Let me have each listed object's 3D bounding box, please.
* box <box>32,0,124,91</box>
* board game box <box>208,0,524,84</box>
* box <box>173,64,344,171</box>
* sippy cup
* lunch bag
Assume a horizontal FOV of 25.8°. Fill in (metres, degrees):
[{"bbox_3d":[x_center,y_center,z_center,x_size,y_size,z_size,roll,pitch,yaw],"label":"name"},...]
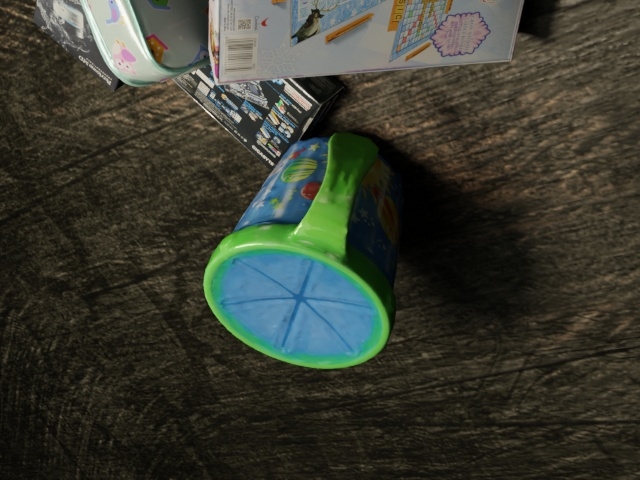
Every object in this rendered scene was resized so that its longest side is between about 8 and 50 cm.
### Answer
[{"bbox_3d":[-0.283,-0.309,1.836,0.156,0.093,0.158,41,146,7],"label":"box"},{"bbox_3d":[0.053,-0.298,1.341,0.319,0.318,0.066,97,164,-48],"label":"board game box"},{"bbox_3d":[-0.093,-0.209,1.774,0.220,0.051,0.175,43,145,4],"label":"box"},{"bbox_3d":[0.000,0.000,1.712,0.305,0.224,0.240,-21,127,40],"label":"sippy cup"},{"bbox_3d":[-0.138,-0.308,1.529,0.108,0.279,0.224,-12,105,50],"label":"lunch bag"}]
